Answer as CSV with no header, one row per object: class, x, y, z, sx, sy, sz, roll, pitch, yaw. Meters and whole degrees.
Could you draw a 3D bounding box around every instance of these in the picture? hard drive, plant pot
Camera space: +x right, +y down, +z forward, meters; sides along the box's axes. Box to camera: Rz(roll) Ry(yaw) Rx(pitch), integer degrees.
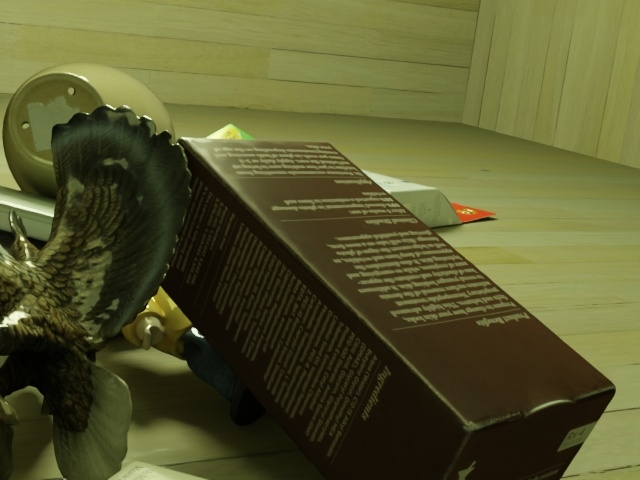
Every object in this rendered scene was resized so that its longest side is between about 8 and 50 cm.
hard drive,-0.285,-0.010,1.293,0.307,0.040,0.203,15,3,-10
plant pot,-0.345,-0.147,1.411,0.256,0.257,0.274,6,-2,-3

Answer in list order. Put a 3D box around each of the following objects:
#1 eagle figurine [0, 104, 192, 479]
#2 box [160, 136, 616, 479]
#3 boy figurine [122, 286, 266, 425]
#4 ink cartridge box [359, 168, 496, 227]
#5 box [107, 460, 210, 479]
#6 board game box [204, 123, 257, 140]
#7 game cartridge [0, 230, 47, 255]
eagle figurine,-0.225,0.039,0.812,0.226,0.225,0.298,2,26,16
box,0.031,0.064,0.836,0.191,0.143,0.381,-3,35,-43
boy figurine,-0.122,0.067,0.991,0.177,0.092,0.285,-6,34,-44
ink cartridge box,0.132,-0.104,1.984,0.308,0.091,0.385,18,18,39
box,-0.008,0.210,0.536,0.275,0.094,0.113,10,13,15
board game box,-0.122,-0.028,1.249,0.213,0.046,0.317,33,37,13
game cartridge,-0.379,0.046,1.141,0.355,0.068,0.230,19,14,42
